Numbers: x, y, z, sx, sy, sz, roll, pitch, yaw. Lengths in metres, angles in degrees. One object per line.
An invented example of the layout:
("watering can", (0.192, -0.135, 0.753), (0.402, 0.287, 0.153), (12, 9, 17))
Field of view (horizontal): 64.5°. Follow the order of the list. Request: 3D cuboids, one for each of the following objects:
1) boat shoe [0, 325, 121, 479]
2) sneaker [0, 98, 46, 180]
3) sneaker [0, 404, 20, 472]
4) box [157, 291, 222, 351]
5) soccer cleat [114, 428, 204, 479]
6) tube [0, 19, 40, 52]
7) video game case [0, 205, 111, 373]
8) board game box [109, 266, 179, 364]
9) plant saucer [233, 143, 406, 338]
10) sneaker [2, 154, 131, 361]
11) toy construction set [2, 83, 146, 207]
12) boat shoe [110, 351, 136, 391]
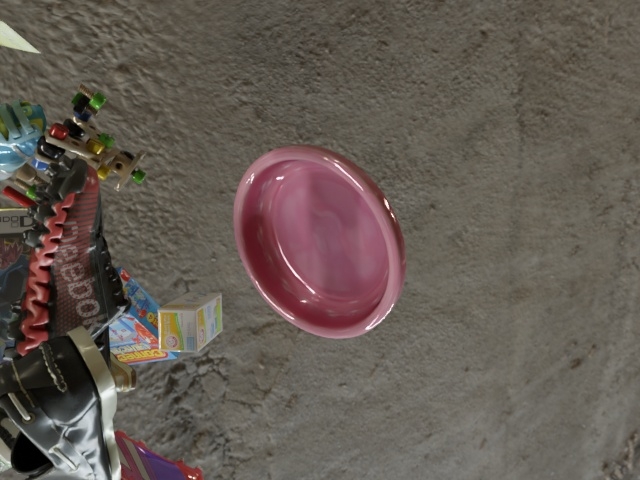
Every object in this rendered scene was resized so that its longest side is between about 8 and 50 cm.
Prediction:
("boat shoe", (-0.222, 0.169, 0.432), (0.079, 0.084, 0.233), (-28, 146, -40))
("sneaker", (-0.736, -0.264, 1.101), (0.208, 0.127, 0.319), (-30, 164, 4))
("sneaker", (-0.954, 0.485, 1.338), (0.182, 0.158, 0.410), (-38, 102, -1))
("box", (-0.342, 0.213, 1.351), (0.103, 0.203, 0.114), (1, 95, 7))
("soccer cleat", (-0.305, 0.383, 0.826), (0.247, 0.095, 0.083), (32, 123, -21))
("tube", (-0.673, -0.425, 1.001), (0.070, 0.240, 0.062), (-44, 150, -55))
("video game case", (-0.442, 0.088, 0.734), (0.248, 0.035, 0.275), (-3, 83, -17))
("board game box", (-0.596, 0.234, 1.467), (0.302, 0.307, 0.086), (57, 33, -32))
("plant saucer", (0.000, 0.000, 0.849), (0.084, 0.331, 0.333), (-31, 129, -48))
("sneaker", (-0.294, 0.034, 0.621), (0.134, 0.097, 0.276), (9, 110, -31))
("toy construction set", (-0.574, -0.173, 1.255), (0.237, 0.257, 0.309), (38, 79, -23))
("boat shoe", (-0.463, 0.271, 1.062), (0.072, 0.189, 0.068), (1, 92, -49))
